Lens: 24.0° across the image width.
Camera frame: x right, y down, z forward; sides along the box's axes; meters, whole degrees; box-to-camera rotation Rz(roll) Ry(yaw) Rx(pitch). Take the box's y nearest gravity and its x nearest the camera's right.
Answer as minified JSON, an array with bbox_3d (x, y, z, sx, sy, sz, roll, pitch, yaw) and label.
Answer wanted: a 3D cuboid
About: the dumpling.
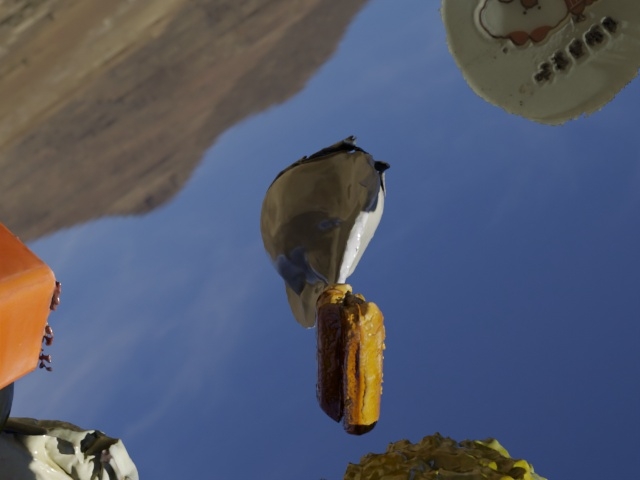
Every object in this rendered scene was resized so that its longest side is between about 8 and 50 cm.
[{"bbox_3d":[-0.011,-0.014,2.019,0.204,0.163,0.293,-55,-174,-31],"label":"dumpling"}]

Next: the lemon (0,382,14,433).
[{"bbox_3d":[-0.438,0.144,1.491,0.285,0.285,0.316,-29,-151,25],"label":"lemon"}]

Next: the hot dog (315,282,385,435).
[{"bbox_3d":[0.027,0.111,1.354,0.071,0.165,0.045,32,-129,32],"label":"hot dog"}]

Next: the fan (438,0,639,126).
[{"bbox_3d":[0.151,-0.247,1.203,0.191,0.329,0.009,-36,165,27],"label":"fan"}]

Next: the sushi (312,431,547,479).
[{"bbox_3d":[0.105,0.381,1.361,0.240,0.351,0.396,-51,158,-68],"label":"sushi"}]

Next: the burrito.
[{"bbox_3d":[-0.385,0.291,1.880,0.332,0.190,0.135,9,-162,-1],"label":"burrito"}]

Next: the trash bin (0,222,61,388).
[{"bbox_3d":[-0.317,0.077,1.117,0.238,0.184,0.161,-22,142,-42],"label":"trash bin"}]
